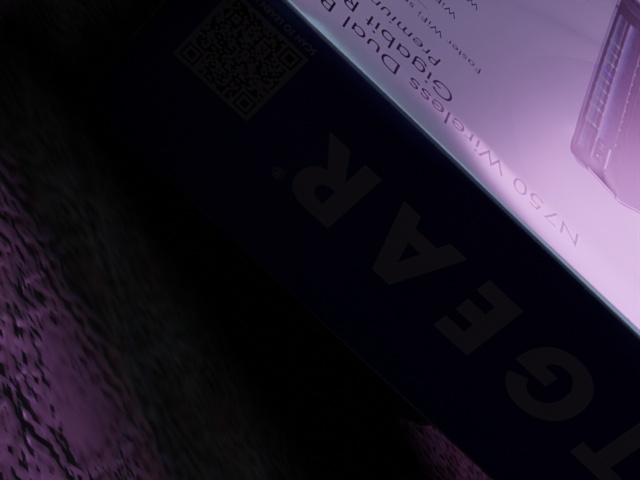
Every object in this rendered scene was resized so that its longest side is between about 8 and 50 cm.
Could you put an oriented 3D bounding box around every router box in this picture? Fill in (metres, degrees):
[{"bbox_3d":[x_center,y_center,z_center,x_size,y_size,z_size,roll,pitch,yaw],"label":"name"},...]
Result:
[{"bbox_3d":[0.104,-0.027,0.704,0.335,0.082,0.301,43,31,-9],"label":"router box"}]

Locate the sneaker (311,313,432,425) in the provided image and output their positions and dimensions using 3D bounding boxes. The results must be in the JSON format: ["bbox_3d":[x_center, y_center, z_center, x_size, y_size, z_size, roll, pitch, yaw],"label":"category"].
[{"bbox_3d":[0.000,0.000,0.689,0.170,0.068,0.071,56,26,12],"label":"sneaker"}]
